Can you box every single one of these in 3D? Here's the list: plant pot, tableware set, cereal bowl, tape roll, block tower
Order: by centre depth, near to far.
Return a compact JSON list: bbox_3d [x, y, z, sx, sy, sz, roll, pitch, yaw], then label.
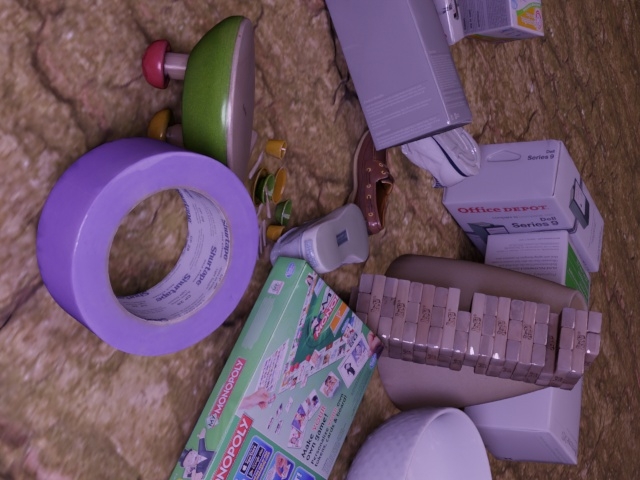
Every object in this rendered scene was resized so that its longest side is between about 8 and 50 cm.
[{"bbox_3d":[-0.155,0.004,0.816,0.189,0.080,0.189,-15,115,-35],"label":"tape roll"},{"bbox_3d":[-0.053,-0.054,1.059,0.154,0.024,0.104,89,20,-47],"label":"tableware set"},{"bbox_3d":[0.199,0.124,1.205,0.097,0.336,0.091,81,19,-65],"label":"block tower"},{"bbox_3d":[0.117,0.398,1.233,0.339,0.141,0.338,10,78,-59],"label":"cereal bowl"},{"bbox_3d":[0.263,0.143,1.372,0.256,0.274,0.256,9,80,-59],"label":"plant pot"}]

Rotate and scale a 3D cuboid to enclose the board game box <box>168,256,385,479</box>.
[{"bbox_3d":[-0.045,0.207,1.020,0.213,0.046,0.317,48,60,-44],"label":"board game box"}]

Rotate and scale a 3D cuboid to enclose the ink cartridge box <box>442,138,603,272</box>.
[{"bbox_3d":[0.378,-0.053,1.642,0.289,0.211,0.121,43,53,-47],"label":"ink cartridge box"}]

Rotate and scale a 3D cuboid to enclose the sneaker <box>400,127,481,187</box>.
[{"bbox_3d":[0.155,-0.180,1.417,0.235,0.095,0.090,52,46,-15],"label":"sneaker"}]

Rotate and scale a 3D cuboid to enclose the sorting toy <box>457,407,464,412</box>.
[{"bbox_3d":[0.298,0.234,1.635,0.274,0.046,0.132,-23,106,-57],"label":"sorting toy"}]

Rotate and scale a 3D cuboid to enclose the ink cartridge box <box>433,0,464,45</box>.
[{"bbox_3d":[0.168,-0.380,1.435,0.056,0.099,0.135,-39,120,-55],"label":"ink cartridge box"}]

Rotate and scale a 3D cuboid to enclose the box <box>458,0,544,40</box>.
[{"bbox_3d":[0.356,-0.455,1.747,0.203,0.103,0.114,-13,98,-58],"label":"box"}]

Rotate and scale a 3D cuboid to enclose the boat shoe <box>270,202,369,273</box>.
[{"bbox_3d":[0.000,0.001,1.139,0.227,0.081,0.079,-21,100,-69],"label":"boat shoe"}]

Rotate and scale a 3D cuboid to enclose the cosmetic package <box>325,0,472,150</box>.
[{"bbox_3d":[0.112,-0.260,1.270,0.107,0.127,0.238,-19,93,-58],"label":"cosmetic package"}]

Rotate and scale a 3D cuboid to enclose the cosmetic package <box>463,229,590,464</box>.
[{"bbox_3d":[0.369,0.188,1.567,0.197,0.155,0.365,45,49,-50],"label":"cosmetic package"}]

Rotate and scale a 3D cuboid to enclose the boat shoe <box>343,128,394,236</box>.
[{"bbox_3d":[0.081,-0.085,1.298,0.064,0.060,0.178,42,52,-49],"label":"boat shoe"}]

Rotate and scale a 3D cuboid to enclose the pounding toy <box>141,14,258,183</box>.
[{"bbox_3d":[-0.133,-0.127,0.942,0.237,0.110,0.183,93,2,-55],"label":"pounding toy"}]
